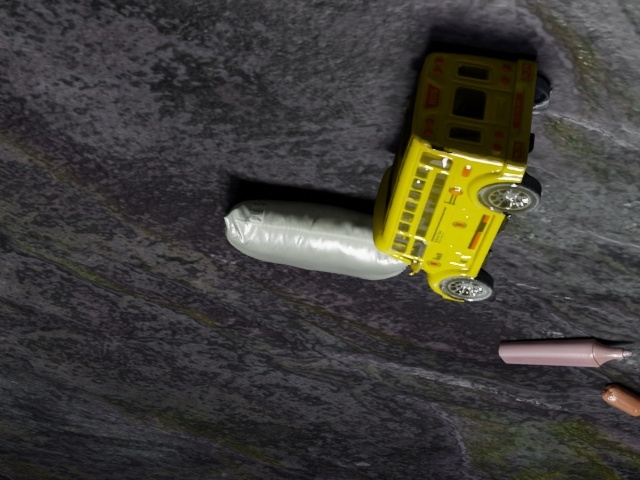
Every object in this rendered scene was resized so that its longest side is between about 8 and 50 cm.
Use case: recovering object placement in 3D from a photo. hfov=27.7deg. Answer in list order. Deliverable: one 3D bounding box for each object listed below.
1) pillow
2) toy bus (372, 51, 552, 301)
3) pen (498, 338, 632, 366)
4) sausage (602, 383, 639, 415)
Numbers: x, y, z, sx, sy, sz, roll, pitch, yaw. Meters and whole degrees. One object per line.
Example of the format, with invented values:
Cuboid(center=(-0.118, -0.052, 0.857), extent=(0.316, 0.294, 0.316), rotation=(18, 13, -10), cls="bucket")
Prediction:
Cuboid(center=(0.001, 0.000, 1.649), extent=(0.254, 0.078, 0.144), rotation=(10, 164, 0), cls="pillow")
Cuboid(center=(0.143, -0.059, 1.396), extent=(0.152, 0.144, 0.330), rotation=(10, 153, -1), cls="toy bus")
Cuboid(center=(0.361, 0.165, 1.911), extent=(0.197, 0.032, 0.053), rotation=(-1, 152, 28), cls="pen")
Cuboid(center=(0.478, 0.251, 2.043), extent=(0.083, 0.034, 0.034), rotation=(27, 150, -30), cls="sausage")
